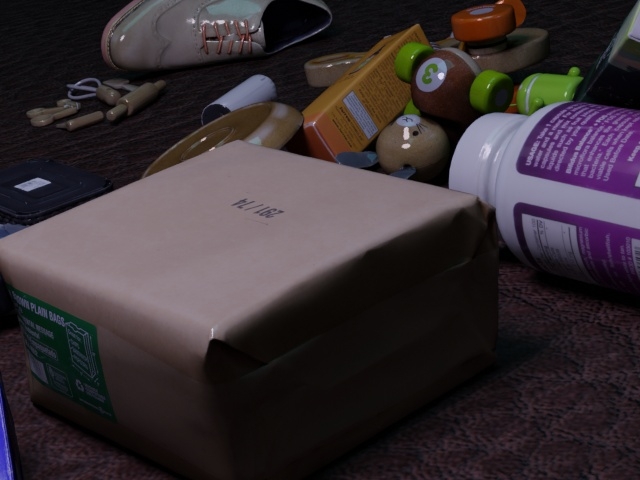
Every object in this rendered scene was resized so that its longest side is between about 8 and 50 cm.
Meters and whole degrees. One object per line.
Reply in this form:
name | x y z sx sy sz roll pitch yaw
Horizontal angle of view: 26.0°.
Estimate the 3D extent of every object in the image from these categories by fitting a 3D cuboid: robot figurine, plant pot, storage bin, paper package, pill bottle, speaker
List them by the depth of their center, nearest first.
paper package | -0.065 0.053 1.193 0.309 0.168 0.325 -25 28 -36
pill bottle | 0.272 -0.041 1.296 0.169 0.169 0.301 -26 29 -37
storage bin | -0.320 -0.027 1.590 0.122 0.084 0.180 -24 28 -34
plant pot | -0.130 -0.105 1.674 0.236 0.032 0.236 -28 18 10
robot figurine | 0.298 -0.177 1.756 0.115 0.067 0.101 12 42 41
speaker | -0.112 -0.187 1.949 0.055 0.055 0.136 3 25 25

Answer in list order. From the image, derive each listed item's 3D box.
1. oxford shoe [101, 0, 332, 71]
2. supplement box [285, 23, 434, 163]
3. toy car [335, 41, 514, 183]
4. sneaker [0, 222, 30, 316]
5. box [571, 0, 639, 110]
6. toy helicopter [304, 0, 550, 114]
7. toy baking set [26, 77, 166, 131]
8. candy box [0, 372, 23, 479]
oxford shoe | -0.165 -0.356 2.281 0.397 0.140 0.146 -22 33 -26
supplement box | 0.055 -0.174 1.727 0.078 0.080 0.233 -13 29 53
toy car | 0.112 -0.126 1.627 0.188 0.149 0.155 -34 41 -27
sneaker | -0.399 0.068 1.390 0.319 0.112 0.131 -9 39 7
box | 0.367 -0.123 1.291 0.232 0.058 0.322 22 -9 4
toy helicopter | 0.147 -0.258 1.932 0.355 0.140 0.235 -2 22 27
toy baking set | -0.342 -0.224 2.153 0.197 0.030 0.256 4 25 28
candy box | -0.376 0.201 1.000 0.317 0.122 0.268 -12 23 -12
